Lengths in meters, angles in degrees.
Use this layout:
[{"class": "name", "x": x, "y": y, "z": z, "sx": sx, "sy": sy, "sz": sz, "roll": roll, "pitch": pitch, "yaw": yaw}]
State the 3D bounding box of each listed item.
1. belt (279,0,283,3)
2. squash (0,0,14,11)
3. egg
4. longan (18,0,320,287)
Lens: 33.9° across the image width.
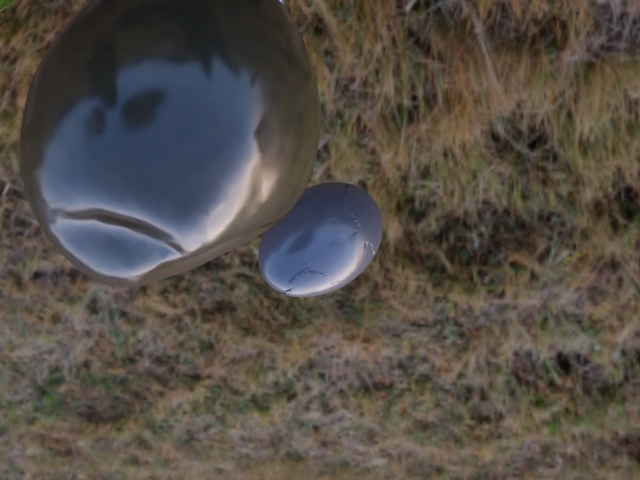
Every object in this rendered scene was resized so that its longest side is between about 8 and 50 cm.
[{"class": "belt", "x": -0.141, "y": -0.376, "z": 1.556, "sx": 0.179, "sy": 0.100, "sz": 0.065, "roll": 6, "pitch": 116, "yaw": -32}, {"class": "squash", "x": -0.289, "y": -0.176, "z": 0.774, "sx": 0.069, "sy": 0.239, "sz": 0.069, "roll": 8, "pitch": 122, "yaw": 13}, {"class": "egg", "x": 0.000, "y": 0.000, "z": 1.486, "sx": 0.146, "sy": 0.199, "sz": 0.146, "roll": 39, "pitch": 156, "yaw": 21}, {"class": "longan", "x": -0.148, "y": -0.103, "z": 1.001, "sx": 0.288, "sy": 0.288, "sz": 0.350, "roll": 28, "pitch": 138, "yaw": -17}]
